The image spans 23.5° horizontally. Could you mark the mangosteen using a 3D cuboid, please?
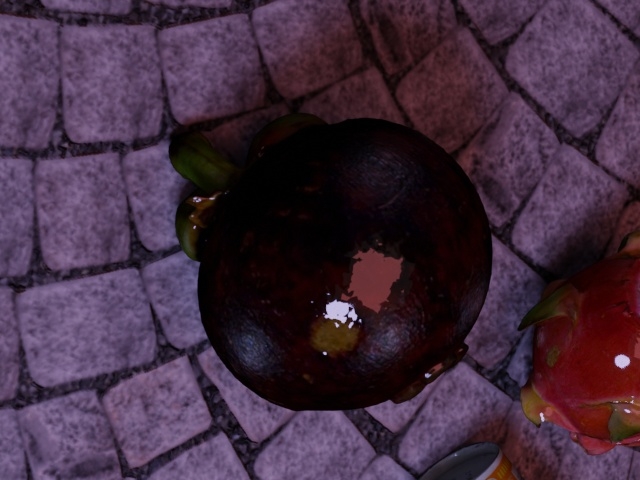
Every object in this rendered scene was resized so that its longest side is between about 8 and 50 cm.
[{"bbox_3d":[0.000,0.000,1.520,0.306,0.306,0.359,-40,89,-13],"label":"mangosteen"}]

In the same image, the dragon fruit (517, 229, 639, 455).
[{"bbox_3d":[0.332,0.123,1.710,0.224,0.227,0.224,17,54,-25],"label":"dragon fruit"}]

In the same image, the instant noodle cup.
[{"bbox_3d":[0.194,0.332,1.717,0.168,0.168,0.185,-35,100,-15],"label":"instant noodle cup"}]
